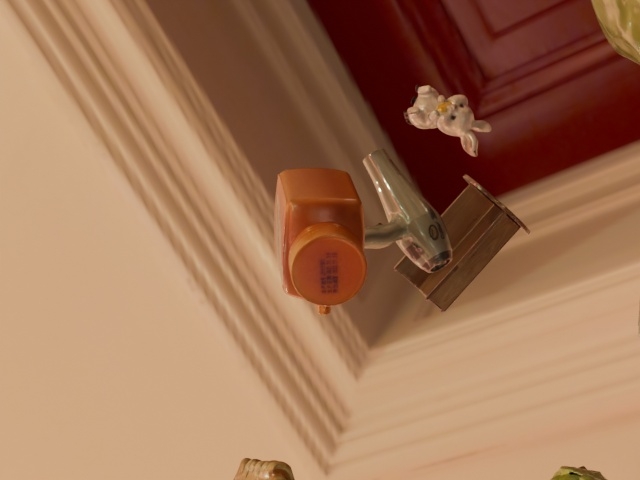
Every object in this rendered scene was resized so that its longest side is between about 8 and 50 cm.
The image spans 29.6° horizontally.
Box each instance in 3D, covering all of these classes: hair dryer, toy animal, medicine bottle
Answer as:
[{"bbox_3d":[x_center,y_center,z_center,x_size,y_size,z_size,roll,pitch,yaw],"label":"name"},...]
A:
[{"bbox_3d":[0.085,-0.058,2.005,0.267,0.092,0.229,6,-126,-34],"label":"hair dryer"},{"bbox_3d":[0.202,-0.194,1.919,0.071,0.124,0.085,-54,-34,-32],"label":"toy animal"},{"bbox_3d":[-0.001,0.000,1.662,0.222,0.112,0.149,-107,18,-68],"label":"medicine bottle"}]

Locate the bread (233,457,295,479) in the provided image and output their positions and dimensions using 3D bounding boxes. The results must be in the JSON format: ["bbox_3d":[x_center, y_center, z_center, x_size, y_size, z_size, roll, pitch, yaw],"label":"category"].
[{"bbox_3d":[-0.046,0.206,1.008,0.034,0.088,0.049,16,-108,-26],"label":"bread"}]

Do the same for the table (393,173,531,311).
[{"bbox_3d":[0.259,0.013,2.282,0.167,0.226,0.167,42,-175,-4],"label":"table"}]

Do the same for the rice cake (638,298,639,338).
[{"bbox_3d":[0.501,0.036,1.691,0.037,0.189,0.198,27,-137,-1],"label":"rice cake"}]

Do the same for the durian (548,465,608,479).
[{"bbox_3d":[0.238,0.288,1.180,0.101,0.139,0.250,49,171,10],"label":"durian"}]

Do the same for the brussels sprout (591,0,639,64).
[{"bbox_3d":[0.392,-0.260,1.146,0.274,0.242,0.316,-2,-140,-38],"label":"brussels sprout"}]
